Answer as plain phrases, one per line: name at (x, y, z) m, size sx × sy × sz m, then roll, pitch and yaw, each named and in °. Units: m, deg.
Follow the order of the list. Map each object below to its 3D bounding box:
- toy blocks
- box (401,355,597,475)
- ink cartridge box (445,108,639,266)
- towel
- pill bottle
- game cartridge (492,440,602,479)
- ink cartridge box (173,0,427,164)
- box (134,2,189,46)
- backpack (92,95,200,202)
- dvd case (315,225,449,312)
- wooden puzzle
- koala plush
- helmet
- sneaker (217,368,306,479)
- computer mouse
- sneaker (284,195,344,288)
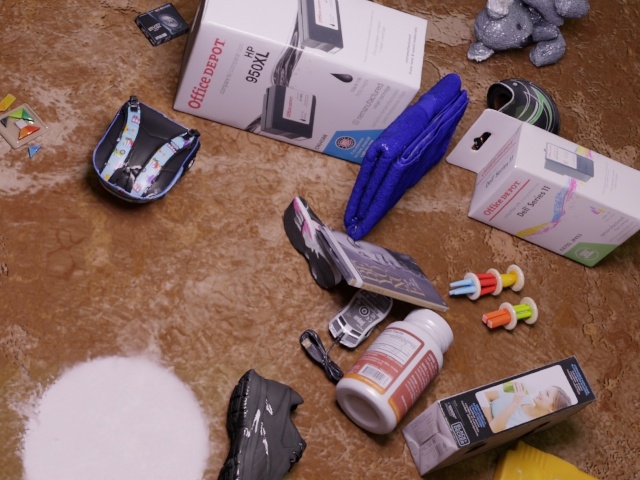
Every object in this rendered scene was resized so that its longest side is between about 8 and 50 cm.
toy blocks at (0.321, 0.113, 1.864) m, size 0.148 × 0.054 × 0.123 m, roll -9°, pitch 68°, yaw -24°
box at (0.304, 0.300, 1.700) m, size 0.290 × 0.169 × 0.087 m, roll -13°, pitch 68°, yaw -24°
ink cartridge box at (0.427, -0.097, 1.918) m, size 0.354 × 0.207 × 0.119 m, roll 22°, pitch 58°, yaw -8°
towel at (0.163, -0.149, 1.803) m, size 0.076 × 0.227 × 0.308 m, roll 32°, pitch 45°, yaw 15°
pill bottle at (0.133, 0.218, 1.703) m, size 0.121 × 0.121 × 0.216 m, roll 43°, pitch 58°, yaw 4°
game cartridge at (0.427, 0.529, 1.696) m, size 0.324 × 0.052 × 0.285 m, roll 27°, pitch 58°, yaw -7°
ink cartridge box at (-0.045, -0.319, 1.811) m, size 0.395 × 0.285 × 0.166 m, roll 15°, pitch 61°, yaw -12°
box at (-0.306, -0.418, 1.921) m, size 0.083 × 0.018 × 0.067 m, roll -30°, pitch 77°, yaw -30°
backpack at (-0.311, -0.136, 1.720) m, size 0.158 × 0.117 × 0.173 m, roll 28°, pitch 58°, yaw -5°
dvd case at (0.109, 0.050, 1.752) m, size 0.221 × 0.018 × 0.164 m, roll 17°, pitch 25°, yaw -33°
wooden puzzle at (-0.526, -0.202, 1.735) m, size 0.116 × 0.014 × 0.078 m, roll 41°, pitch 58°, yaw 3°
koala plush at (0.412, -0.472, 2.124) m, size 0.221 × 0.196 × 0.203 m, roll -29°, pitch 66°, yaw -29°
helmet at (0.401, -0.242, 2.010) m, size 0.169 × 0.169 × 0.161 m, roll 31°, pitch 74°, yaw -3°
sneaker at (-0.089, 0.348, 1.571) m, size 0.130 × 0.109 × 0.286 m, roll 19°, pitch 62°, yaw -18°
computer mouse at (0.054, 0.155, 1.755) m, size 0.106 × 0.042 × 0.193 m, roll 43°, pitch 64°, yaw 10°
sneaker at (0.000, 0.000, 1.805) m, size 0.077 × 0.072 × 0.178 m, roll -20°, pitch 81°, yaw -39°
